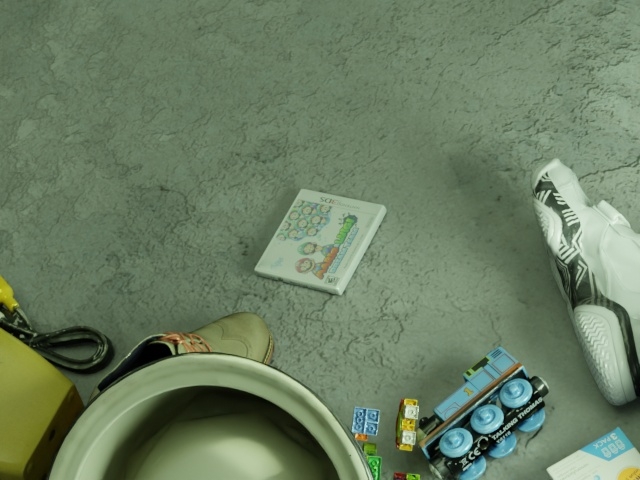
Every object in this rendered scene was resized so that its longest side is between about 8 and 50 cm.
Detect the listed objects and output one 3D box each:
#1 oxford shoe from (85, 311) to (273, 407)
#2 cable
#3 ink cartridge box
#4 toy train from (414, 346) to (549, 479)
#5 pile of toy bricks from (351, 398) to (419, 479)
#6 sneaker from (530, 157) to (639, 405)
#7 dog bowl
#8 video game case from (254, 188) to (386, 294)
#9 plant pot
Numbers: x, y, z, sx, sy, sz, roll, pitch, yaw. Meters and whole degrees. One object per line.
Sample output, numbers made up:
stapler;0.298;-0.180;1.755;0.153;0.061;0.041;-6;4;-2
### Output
oxford shoe;-0.172;0.169;2.025;0.123;0.130;0.348;26;38;22
cable;-0.439;0.137;2.251;0.287;0.072;0.139;22;68;33
ink cartridge box;0.357;0.319;1.812;0.104;0.061;0.181;-30;49;-5
toy train;0.198;0.221;1.945;0.184;0.080;0.105;-38;40;-9
pile of toy bricks;0.059;0.297;1.917;0.118;0.105;0.212;8;83;-4
sneaker;0.406;0.026;1.990;0.210;0.137;0.366;-18;54;5
dog bowl;-0.110;0.331;1.810;0.408;0.150;0.408;-1;87;16
video game case;0.000;0.000;2.234;0.143;0.019;0.157;13;58;29
plant pot;-0.427;0.252;2.077;0.187;0.212;0.212;18;60;17
